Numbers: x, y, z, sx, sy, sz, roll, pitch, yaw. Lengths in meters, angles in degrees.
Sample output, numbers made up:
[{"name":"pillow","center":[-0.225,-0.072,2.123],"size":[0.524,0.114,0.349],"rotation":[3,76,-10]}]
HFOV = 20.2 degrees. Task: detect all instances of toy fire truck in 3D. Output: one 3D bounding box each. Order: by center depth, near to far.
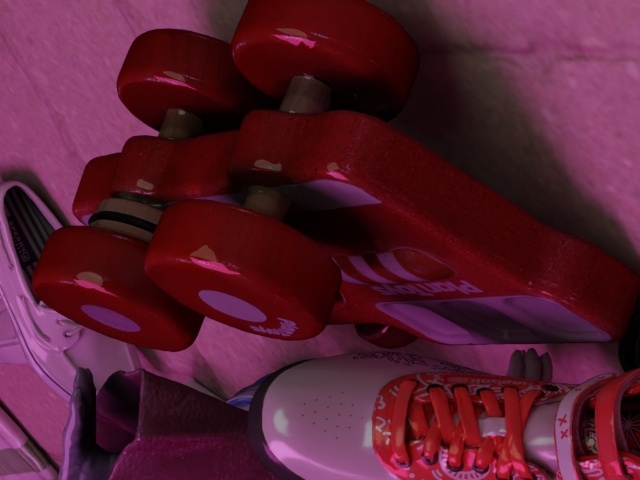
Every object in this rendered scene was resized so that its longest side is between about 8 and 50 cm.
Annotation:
[{"name":"toy fire truck","center":[0.000,0.000,1.032],"size":[0.254,0.169,0.302],"rotation":[32,158,-29]}]

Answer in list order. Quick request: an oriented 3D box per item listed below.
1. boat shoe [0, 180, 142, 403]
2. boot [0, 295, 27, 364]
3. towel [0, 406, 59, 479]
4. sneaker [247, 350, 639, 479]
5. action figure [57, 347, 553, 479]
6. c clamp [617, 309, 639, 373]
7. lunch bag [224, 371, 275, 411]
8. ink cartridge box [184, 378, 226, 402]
[{"name":"boat shoe","center":[-0.211,0.052,1.449],"size":[0.226,0.083,0.076],"rotation":[54,152,-14]},{"name":"boot","center":[-0.310,0.044,1.585],"size":[0.258,0.095,0.123],"rotation":[-12,111,50]},{"name":"towel","center":[-0.373,0.223,1.941],"size":[0.325,0.038,0.248],"rotation":[52,150,-12]},{"name":"sneaker","center":[0.105,0.099,0.961],"size":[0.270,0.090,0.145],"rotation":[14,157,-12]},{"name":"action figure","center":[0.012,0.194,1.131],"size":[0.370,0.276,0.248],"rotation":[12,168,-8]},{"name":"c clamp","center":[0.229,0.076,0.966],"size":[0.160,0.022,0.137],"rotation":[27,152,29]},{"name":"lunch bag","center":[-0.012,0.217,1.326],"size":[0.219,0.090,0.176],"rotation":[40,109,6]},{"name":"ink cartridge box","center":[-0.082,0.187,1.480],"size":[0.104,0.060,0.180],"rotation":[31,149,24]}]
